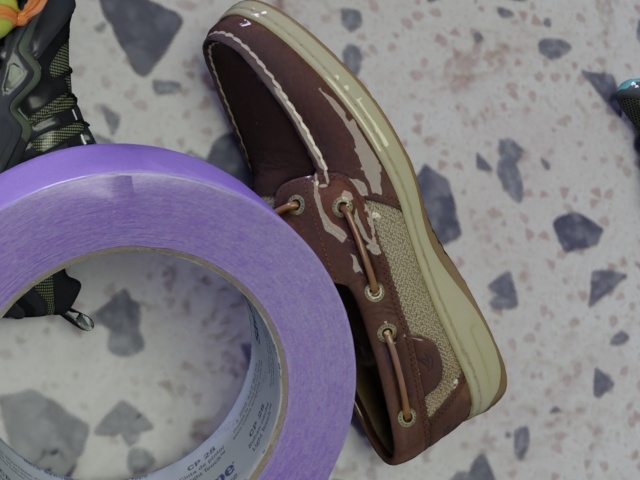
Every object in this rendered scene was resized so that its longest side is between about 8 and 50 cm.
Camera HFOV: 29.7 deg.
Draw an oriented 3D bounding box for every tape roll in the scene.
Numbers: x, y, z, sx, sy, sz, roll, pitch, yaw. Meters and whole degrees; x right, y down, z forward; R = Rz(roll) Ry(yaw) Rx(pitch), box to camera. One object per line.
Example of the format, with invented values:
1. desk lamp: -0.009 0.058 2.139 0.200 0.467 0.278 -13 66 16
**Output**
1. tape roll: -0.121 0.083 0.736 0.275 0.090 0.274 -5 107 -16

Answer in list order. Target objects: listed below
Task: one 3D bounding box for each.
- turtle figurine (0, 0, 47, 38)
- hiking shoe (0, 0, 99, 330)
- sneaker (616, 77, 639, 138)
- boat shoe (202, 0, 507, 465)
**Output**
1. turtle figurine: -0.211 -0.210 0.754 0.087 0.270 0.217 12 57 -48
2. hiking shoe: -0.180 -0.055 0.803 0.114 0.086 0.226 13 86 -29
3. sneaker: 0.299 -0.061 1.005 0.076 0.065 0.166 -45 98 -18
4. boat shoe: 0.000 0.000 0.842 0.123 0.123 0.342 -33 101 -25
